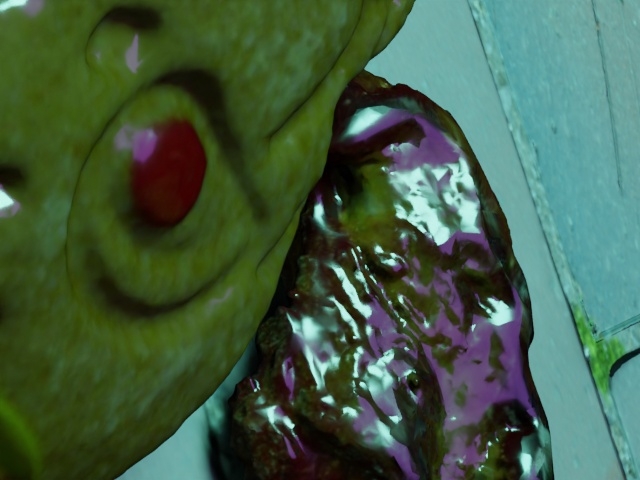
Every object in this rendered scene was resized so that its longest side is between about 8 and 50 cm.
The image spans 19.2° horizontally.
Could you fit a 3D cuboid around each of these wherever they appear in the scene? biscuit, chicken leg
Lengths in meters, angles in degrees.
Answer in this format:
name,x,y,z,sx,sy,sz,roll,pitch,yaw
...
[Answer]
name,x,y,z,sx,sy,sz,roll,pitch,yaw
biscuit,-0.073,-0.101,0.581,0.350,0.070,0.394,-12,113,-44
chicken leg,0.000,0.000,0.800,0.158,0.096,0.407,-20,89,-37
